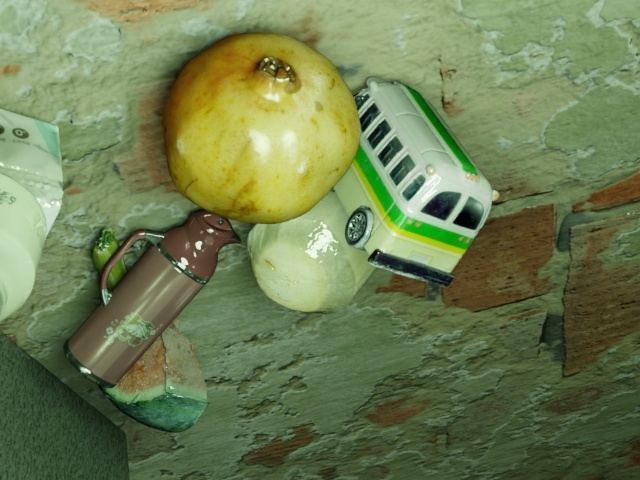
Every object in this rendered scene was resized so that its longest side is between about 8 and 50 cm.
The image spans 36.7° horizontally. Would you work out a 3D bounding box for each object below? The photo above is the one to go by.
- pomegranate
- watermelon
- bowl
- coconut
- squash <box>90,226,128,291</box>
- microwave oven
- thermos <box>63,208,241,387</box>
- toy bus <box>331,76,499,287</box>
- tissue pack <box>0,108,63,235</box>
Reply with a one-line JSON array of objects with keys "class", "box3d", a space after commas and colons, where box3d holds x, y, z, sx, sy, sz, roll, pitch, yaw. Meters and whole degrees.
[{"class": "pomegranate", "box3d": [-0.075, -0.145, 1.261, 0.265, 0.264, 0.264, -10, 142, -8]}, {"class": "watermelon", "box3d": [-0.296, 0.199, 1.651, 0.148, 0.318, 0.226, 18, 91, -30]}, {"class": "bowl", "box3d": [-0.444, 0.030, 1.147, 0.238, 0.126, 0.237, -11, 137, -11]}, {"class": "coconut", "box3d": [0.000, 0.000, 1.525, 0.202, 0.222, 0.202, 16, 129, 21]}, {"class": "squash", "box3d": [-0.339, 0.044, 1.573, 0.052, 0.052, 0.183, -12, 144, -5]}, {"class": "microwave oven", "box3d": [-0.555, 0.432, 1.737, 0.236, 0.374, 0.432, -23, 137, 11]}, {"class": "thermos", "box3d": [-0.275, 0.072, 1.550, 0.330, 0.136, 0.109, -48, 174, 7]}, {"class": "toy bus", "box3d": [0.109, -0.099, 1.351, 0.143, 0.305, 0.179, 17, 120, -31]}, {"class": "tissue pack", "box3d": [-0.549, -0.059, 1.250, 0.357, 0.193, 0.266, 15, 129, -33]}]
